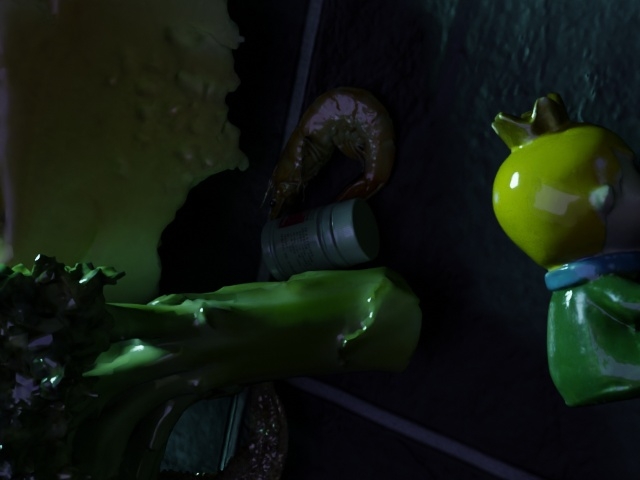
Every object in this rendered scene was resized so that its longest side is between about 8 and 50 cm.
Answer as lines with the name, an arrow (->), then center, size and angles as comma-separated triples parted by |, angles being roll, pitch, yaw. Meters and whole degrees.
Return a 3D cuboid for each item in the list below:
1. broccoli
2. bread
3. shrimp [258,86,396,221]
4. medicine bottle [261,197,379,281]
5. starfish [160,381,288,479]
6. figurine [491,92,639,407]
broccoli -> -0.137, 0.123, 0.976 | 0.353, 0.397, 0.274 | -11, 92, 56
bread -> -0.240, -0.128, 1.038 | 0.329, 0.245, 0.424 | 19, 102, 30
shrimp -> 0.009, -0.063, 1.015 | 0.095, 0.045, 0.162 | 31, 115, -4
medicine bottle -> 0.000, 0.000, 0.996 | 0.091, 0.058, 0.058 | -14, 88, 24
starfish -> -0.124, 0.300, 1.101 | 0.294, 0.084, 0.301 | -21, 84, 22
figurine -> 0.227, -0.004, 0.828 | 0.185, 0.127, 0.234 | -16, 77, 29
